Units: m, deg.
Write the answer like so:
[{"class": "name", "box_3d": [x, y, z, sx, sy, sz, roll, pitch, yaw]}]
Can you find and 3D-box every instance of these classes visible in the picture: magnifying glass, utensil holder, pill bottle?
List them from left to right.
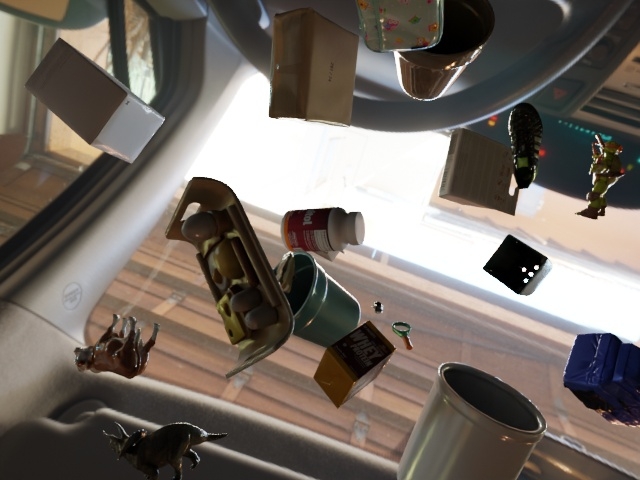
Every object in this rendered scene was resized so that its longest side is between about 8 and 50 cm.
[{"class": "pill bottle", "box_3d": [0.006, -0.022, 0.796, 0.151, 0.086, 0.086, -2, -171, 24]}, {"class": "magnifying glass", "box_3d": [0.393, 0.444, 1.930, 0.092, 0.026, 0.231, 1, -165, -1]}, {"class": "utensil holder", "box_3d": [0.447, 0.634, 1.264, 0.327, 0.386, 0.328, 18, -169, -4]}]

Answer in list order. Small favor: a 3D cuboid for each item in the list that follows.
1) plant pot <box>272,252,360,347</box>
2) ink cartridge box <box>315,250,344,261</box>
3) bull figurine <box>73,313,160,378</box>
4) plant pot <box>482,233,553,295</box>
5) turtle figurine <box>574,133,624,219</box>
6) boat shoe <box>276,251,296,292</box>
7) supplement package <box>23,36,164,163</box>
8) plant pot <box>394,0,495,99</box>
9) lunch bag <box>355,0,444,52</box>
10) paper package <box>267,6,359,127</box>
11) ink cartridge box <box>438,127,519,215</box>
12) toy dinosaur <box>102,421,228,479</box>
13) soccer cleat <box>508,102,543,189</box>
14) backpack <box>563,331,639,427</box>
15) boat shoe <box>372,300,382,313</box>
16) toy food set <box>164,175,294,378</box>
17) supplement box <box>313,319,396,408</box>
[{"class": "plant pot", "box_3d": [-0.031, 0.275, 1.710, 0.334, 0.341, 0.341, 37, -175, -33]}, {"class": "ink cartridge box", "box_3d": [0.000, 0.000, 1.284, 0.104, 0.060, 0.180, 26, 160, 34]}, {"class": "bull figurine", "box_3d": [-0.620, 0.326, 1.249, 0.310, 0.189, 0.101, 1, 155, 32]}, {"class": "plant pot", "box_3d": [0.770, 0.108, 1.565, 0.234, 0.166, 0.165, 18, -160, -47]}, {"class": "turtle figurine", "box_3d": [0.757, -0.172, 1.101, 0.087, 0.218, 0.269, 15, -158, 29]}, {"class": "boat shoe", "box_3d": [-0.121, 0.123, 1.524, 0.072, 0.068, 0.190, 41, -146, -19]}, {"class": "supplement package", "box_3d": [-0.638, -0.391, 1.173, 0.292, 0.175, 0.177, 39, -178, 13]}, {"class": "plant pot", "box_3d": [0.376, -0.642, 1.389, 0.322, 0.324, 0.280, 22, 162, 10]}, {"class": "lunch bag", "box_3d": [0.200, -0.602, 1.053, 0.223, 0.108, 0.279, 0, 163, 15]}, {"class": "paper package", "box_3d": [-0.017, -0.563, 1.402, 0.168, 0.326, 0.309, 14, -164, 32]}, {"class": "ink cartridge box", "box_3d": [0.433, -0.176, 1.097, 0.224, 0.181, 0.056, 14, 176, -22]}, {"class": "toy dinosaur", "box_3d": [-0.409, 0.557, 1.098, 0.312, 0.161, 0.121, -10, -172, -11]}, {"class": "soccer cleat", "box_3d": [0.413, -0.186, 0.829, 0.060, 0.179, 0.072, 2, -139, 32]}, {"class": "backpack", "box_3d": [0.418, 0.201, 0.569, 0.120, 0.098, 0.101, 43, 158, -10]}, {"class": "boat shoe", "box_3d": [0.254, 0.289, 1.818, 0.046, 0.038, 0.125, 5, -173, 8]}, {"class": "toy food set", "box_3d": [-0.178, 0.073, 0.710, 0.092, 0.219, 0.306, -16, -107, -39]}, {"class": "supplement box", "box_3d": [0.106, 0.394, 1.315, 0.194, 0.192, 0.129, -25, -122, -36]}]
